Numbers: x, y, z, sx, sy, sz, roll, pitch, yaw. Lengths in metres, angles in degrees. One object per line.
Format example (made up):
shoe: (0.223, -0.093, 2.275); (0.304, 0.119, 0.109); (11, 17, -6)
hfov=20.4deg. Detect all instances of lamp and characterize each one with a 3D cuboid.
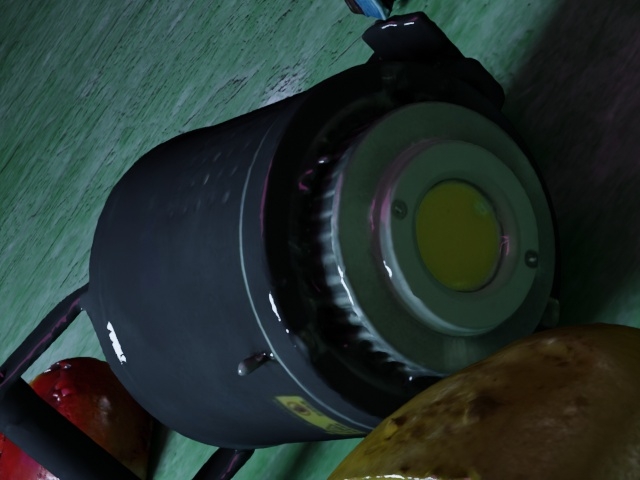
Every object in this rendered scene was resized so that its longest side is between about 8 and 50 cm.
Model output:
lamp: (-0.003, 0.023, 1.023); (0.374, 0.205, 0.272); (-50, 19, -9)

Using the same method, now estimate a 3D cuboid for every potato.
potato: (0.112, 0.108, 0.788); (0.158, 0.178, 0.203); (-54, 5, -32)

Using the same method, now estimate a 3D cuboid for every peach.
peach: (-0.193, 0.160, 1.355); (0.127, 0.092, 0.172); (-43, 26, 23)

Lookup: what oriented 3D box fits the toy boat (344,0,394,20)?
toy boat: (0.057, -0.235, 1.401); (0.061, 0.060, 0.137); (-6, 50, 29)
